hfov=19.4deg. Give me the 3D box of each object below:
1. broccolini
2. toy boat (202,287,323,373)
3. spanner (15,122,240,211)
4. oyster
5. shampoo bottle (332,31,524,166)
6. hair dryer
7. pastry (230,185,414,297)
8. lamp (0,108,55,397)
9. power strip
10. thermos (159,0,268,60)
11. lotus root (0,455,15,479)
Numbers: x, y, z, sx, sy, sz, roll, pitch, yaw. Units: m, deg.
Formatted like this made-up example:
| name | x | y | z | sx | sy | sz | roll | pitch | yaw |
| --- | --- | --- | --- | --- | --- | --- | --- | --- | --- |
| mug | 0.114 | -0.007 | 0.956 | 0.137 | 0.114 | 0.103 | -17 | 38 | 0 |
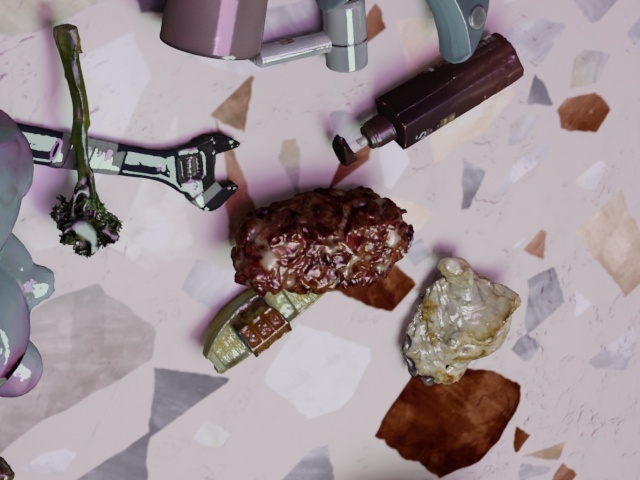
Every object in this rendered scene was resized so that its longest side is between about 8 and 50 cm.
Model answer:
| name | x | y | z | sx | sy | sz | roll | pitch | yaw |
| --- | --- | --- | --- | --- | --- | --- | --- | --- | --- |
| broccolini | -0.253 | -0.102 | 1.925 | 0.058 | 0.071 | 0.254 | 1 | 115 | 16 |
| toy boat | -0.061 | 0.087 | 2.151 | 0.172 | 0.066 | 0.065 | -38 | 127 | -9 |
| spanner | -0.218 | -0.092 | 1.978 | 0.316 | 0.024 | 0.087 | 9 | 110 | -34 |
| oyster | 0.169 | 0.101 | 2.297 | 0.163 | 0.081 | 0.191 | -32 | 126 | -6 |
| shampoo bottle | 0.119 | -0.155 | 2.119 | 0.236 | 0.067 | 0.068 | -32 | 138 | -12 |
| hair dryer | -0.015 | -0.216 | 2.019 | 0.137 | 0.047 | 0.082 | -15 | 123 | -16 |
| pastry | -0.001 | -0.001 | 2.104 | 0.209 | 0.115 | 0.097 | -7 | 127 | -28 |
| lamp | -0.368 | 0.035 | 1.815 | 0.247 | 0.247 | 0.301 | 1 | 112 | -27 |
| power strip | 0.108 | -0.290 | 2.012 | 0.253 | 0.054 | 0.167 | 13 | 93 | -43 |
| thermos | -0.113 | -0.290 | 1.883 | 0.137 | 0.105 | 0.193 | 10 | 111 | -2 |
| lotus root | -0.451 | 0.358 | 2.014 | 0.169 | 0.151 | 0.342 | 36 | 92 | -26 |
